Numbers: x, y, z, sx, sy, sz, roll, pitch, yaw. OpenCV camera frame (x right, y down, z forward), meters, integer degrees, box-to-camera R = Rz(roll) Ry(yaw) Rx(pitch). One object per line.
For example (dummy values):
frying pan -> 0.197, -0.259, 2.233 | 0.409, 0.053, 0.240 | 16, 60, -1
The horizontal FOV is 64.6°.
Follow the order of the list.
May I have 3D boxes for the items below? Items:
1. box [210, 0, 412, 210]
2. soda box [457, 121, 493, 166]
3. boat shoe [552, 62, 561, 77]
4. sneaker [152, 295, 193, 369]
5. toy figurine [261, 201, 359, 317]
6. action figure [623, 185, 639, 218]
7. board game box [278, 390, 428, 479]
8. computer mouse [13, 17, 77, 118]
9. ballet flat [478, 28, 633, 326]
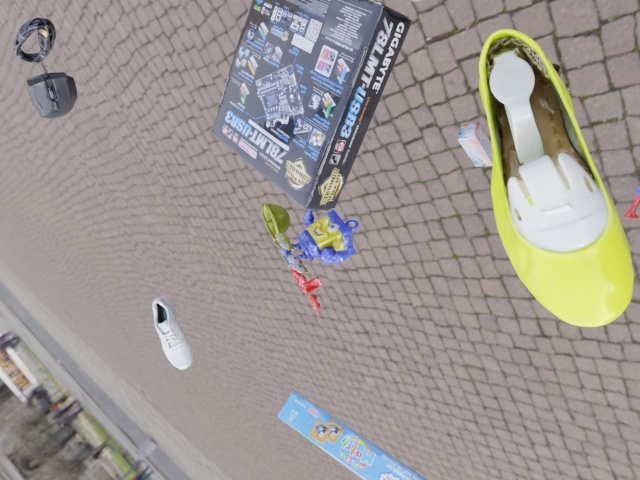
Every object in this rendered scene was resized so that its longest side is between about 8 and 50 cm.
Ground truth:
box -> -0.037, -0.242, 0.786 | 0.295, 0.073, 0.294 | 40, 120, 38
soda box -> 0.489, -0.298, 1.579 | 0.062, 0.058, 0.183 | 2, 160, 36
boat shoe -> 0.626, -0.448, 1.455 | 0.095, 0.257, 0.095 | 29, 136, 20
sneaker -> -0.296, 0.182, 0.987 | 0.061, 0.053, 0.152 | 99, 148, -83
toy figurine -> 0.000, 0.000, 1.368 | 0.363, 0.217, 0.191 | 55, 170, 47
action figure -> 0.821, -0.172, 1.162 | 0.091, 0.138, 0.281 | -132, 47, -56
board game box -> 0.063, 0.265, 0.591 | 0.211, 0.039, 0.160 | 25, 158, 28
computer mouse -> -0.399, -0.239, 0.745 | 0.041, 0.071, 0.242 | 67, 157, 4
ballet flat -> 0.153, -0.056, 0.359 | 0.077, 0.231, 0.077 | -17, 152, 24
